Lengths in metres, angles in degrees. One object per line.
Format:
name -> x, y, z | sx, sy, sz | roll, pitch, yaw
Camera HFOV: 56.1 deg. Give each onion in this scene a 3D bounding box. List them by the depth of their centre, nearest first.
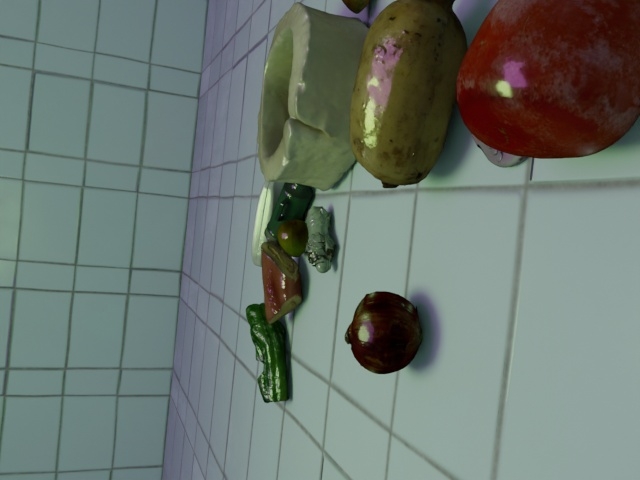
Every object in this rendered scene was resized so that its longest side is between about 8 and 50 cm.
onion -> 0.088, 0.134, 0.854 | 0.119, 0.119, 0.117 | -149, 44, -67

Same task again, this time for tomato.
tomato -> 0.212, -0.165, 0.562 | 0.187, 0.152, 0.186 | -172, 90, -74

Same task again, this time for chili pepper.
chili pepper -> -0.119, 0.260, 1.407 | 0.099, 0.084, 0.253 | 123, 141, -52

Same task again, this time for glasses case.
glasses case -> -0.126, -0.048, 1.483 | 0.092, 0.059, 0.233 | -27, -50, -66

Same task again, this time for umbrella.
umbrella -> 0.000, 0.000, 1.198 | 0.067, 0.062, 0.143 | -26, 55, 30

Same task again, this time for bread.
bread -> -0.083, 0.099, 1.339 | 0.119, 0.067, 0.192 | 7, 101, 53

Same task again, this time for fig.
fig -> -0.057, -0.001, 1.320 | 0.074, 0.074, 0.087 | -126, 26, -59

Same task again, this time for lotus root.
lotus root -> 0.117, -0.211, 0.807 | 0.160, 0.146, 0.284 | -101, 23, -65

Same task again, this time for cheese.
cheese -> -0.020, -0.271, 1.171 | 0.292, 0.153, 0.331 | 166, 107, -68

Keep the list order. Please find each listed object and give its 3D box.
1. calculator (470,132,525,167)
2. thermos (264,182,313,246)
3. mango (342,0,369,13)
calculator -> 0.214, -0.161, 0.724 | 0.103, 0.024, 0.165 | 120, 146, -48
thermos -> -0.072, -0.075, 1.358 | 0.073, 0.083, 0.187 | 64, 143, 37
mango -> 0.077, -0.571, 1.062 | 0.176, 0.119, 0.316 | -124, 35, -55
